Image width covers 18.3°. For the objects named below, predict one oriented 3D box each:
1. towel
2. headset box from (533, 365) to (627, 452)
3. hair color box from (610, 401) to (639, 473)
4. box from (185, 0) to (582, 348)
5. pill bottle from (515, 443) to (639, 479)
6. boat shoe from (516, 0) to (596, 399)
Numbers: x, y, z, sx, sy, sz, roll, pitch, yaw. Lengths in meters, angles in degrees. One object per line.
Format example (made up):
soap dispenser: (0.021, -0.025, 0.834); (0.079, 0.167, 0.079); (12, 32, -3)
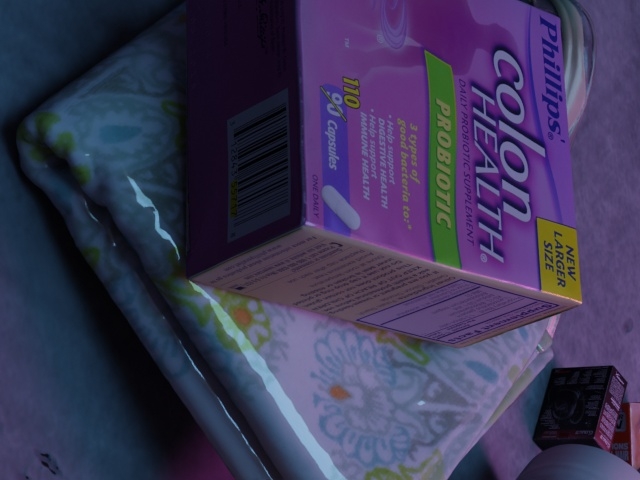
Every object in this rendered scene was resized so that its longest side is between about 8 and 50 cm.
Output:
towel: (0.000, 0.000, 1.365); (0.374, 0.090, 0.320); (56, 42, -10)
headset box: (0.226, 0.153, 1.730); (0.032, 0.062, 0.083); (46, 51, -39)
hair color box: (0.286, 0.232, 1.808); (0.093, 0.053, 0.167); (5, 80, -52)
box: (0.041, -0.064, 1.288); (0.243, 0.117, 0.213); (16, 63, -38)
pill bottle: (0.157, 0.287, 1.541); (0.278, 0.162, 0.162); (-43, 119, -47)
boat shoe: (0.121, -0.037, 1.588); (0.130, 0.132, 0.355); (14, 78, -25)
